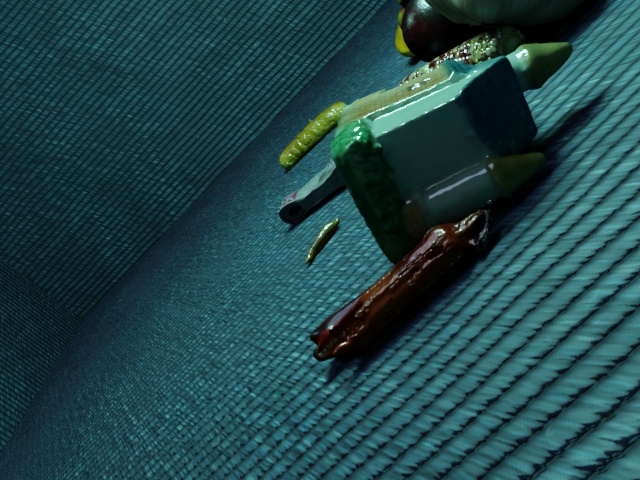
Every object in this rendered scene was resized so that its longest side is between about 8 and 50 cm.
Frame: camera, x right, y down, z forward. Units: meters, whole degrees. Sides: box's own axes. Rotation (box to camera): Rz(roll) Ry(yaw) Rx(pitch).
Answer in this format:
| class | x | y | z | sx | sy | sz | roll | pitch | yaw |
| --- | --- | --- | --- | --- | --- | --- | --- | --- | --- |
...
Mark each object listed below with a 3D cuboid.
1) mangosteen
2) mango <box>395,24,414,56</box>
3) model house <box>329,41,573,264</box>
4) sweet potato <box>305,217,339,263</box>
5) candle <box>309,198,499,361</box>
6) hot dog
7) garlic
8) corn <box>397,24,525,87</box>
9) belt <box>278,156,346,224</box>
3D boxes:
| class | x | y | z | sx | sy | sz | roll | pitch | yaw |
| --- | --- | --- | --- | --- | --- | --- | --- | --- | --- |
| mangosteen | 0.266 | -0.497 | 1.392 | 0.210 | 0.210 | 0.210 | -42 | 17 | 16 |
| mango | 0.277 | -0.584 | 1.746 | 0.141 | 0.102 | 0.217 | -2 | 46 | 35 |
| model house | 0.200 | -0.146 | 0.851 | 0.325 | 0.194 | 0.267 | -27 | 18 | 16 |
| sweet potato | 0.000 | 0.000 | 1.213 | 0.115 | 0.026 | 0.026 | -54 | 18 | -15 |
| candle | 0.102 | 0.053 | 0.779 | 0.302 | 0.059 | 0.084 | -43 | 26 | 13 |
| hot dog | -0.026 | -0.333 | 1.984 | 0.286 | 0.061 | 0.087 | -44 | 28 | 15 |
| garlic | 0.319 | -0.482 | 1.110 | 0.322 | 0.240 | 0.322 | -19 | 9 | 3 |
| corn | 0.255 | -0.309 | 1.176 | 0.290 | 0.098 | 0.098 | -18 | 33 | 53 |
| belt | -0.008 | -0.114 | 1.427 | 0.232 | 0.071 | 0.053 | -39 | 25 | 36 |
